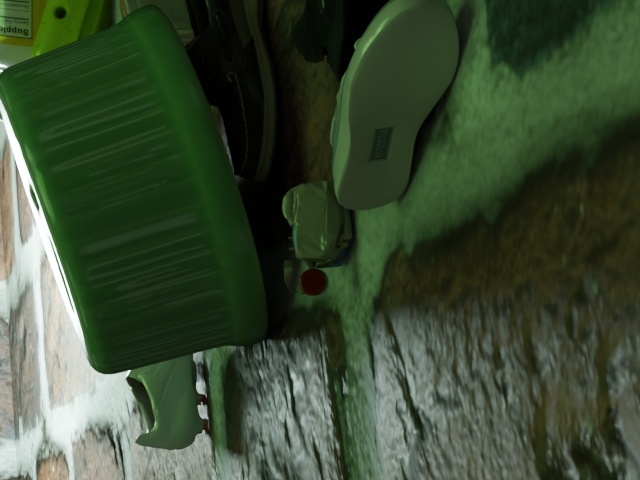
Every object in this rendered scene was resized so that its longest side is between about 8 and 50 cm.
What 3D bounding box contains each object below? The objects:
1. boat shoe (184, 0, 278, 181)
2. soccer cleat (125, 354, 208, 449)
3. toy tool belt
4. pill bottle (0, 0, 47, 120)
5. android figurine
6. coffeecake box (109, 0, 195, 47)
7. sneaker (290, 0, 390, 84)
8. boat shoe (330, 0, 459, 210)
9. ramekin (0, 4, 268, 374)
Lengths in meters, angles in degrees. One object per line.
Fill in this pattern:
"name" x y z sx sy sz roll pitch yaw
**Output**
"boat shoe" -0.083 -0.154 1.305 0.080 0.073 0.224 134 131 -66
"soccer cleat" -0.162 0.115 1.586 0.068 0.076 0.196 128 137 -64
"toy tool belt" 0.000 0.000 1.123 0.051 0.052 0.083 25 -117 -74
"pill bottle" -0.330 -0.315 1.879 0.188 0.187 0.334 -132 43 -64
"android figurine" -0.255 -0.200 1.696 0.248 0.056 0.273 33 -105 -84
"coffeecake box" -0.179 -0.178 1.613 0.142 0.068 0.185 -109 24 -48
"sneaker" 0.019 -0.168 1.019 0.170 0.051 0.089 103 152 -49
"boat shoe" 0.040 -0.095 0.960 0.184 0.066 0.063 96 162 -55
"ramekin" -0.166 -0.034 1.326 0.303 0.148 0.303 161 90 -79
